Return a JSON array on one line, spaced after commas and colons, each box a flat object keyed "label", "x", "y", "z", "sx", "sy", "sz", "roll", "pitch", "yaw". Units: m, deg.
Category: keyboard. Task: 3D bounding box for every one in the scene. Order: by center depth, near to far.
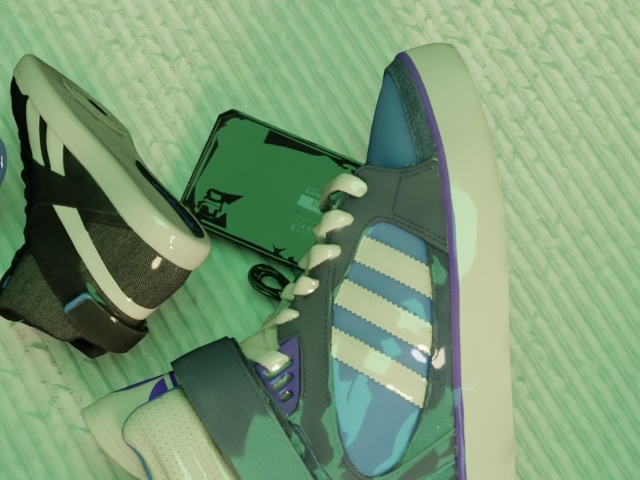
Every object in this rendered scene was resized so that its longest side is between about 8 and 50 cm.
[{"label": "keyboard", "x": 0.000, "y": 0.000, "z": 1.122, "sx": 0.180, "sy": 0.023, "sz": 0.108, "roll": 23, "pitch": 77, "yaw": 6}]

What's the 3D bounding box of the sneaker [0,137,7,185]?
[{"label": "sneaker", "x": -0.282, "y": 0.007, "z": 1.080, "sx": 0.232, "sy": 0.081, "sz": 0.090, "roll": -47, "pitch": 39, "yaw": -5}]

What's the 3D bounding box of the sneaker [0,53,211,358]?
[{"label": "sneaker", "x": -0.160, "y": -0.016, "z": 1.077, "sx": 0.121, "sy": 0.079, "sz": 0.217, "roll": -49, "pitch": 45, "yaw": 8}]

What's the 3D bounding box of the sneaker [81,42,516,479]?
[{"label": "sneaker", "x": -0.019, "y": 0.050, "z": 1.030, "sx": 0.236, "sy": 0.130, "sz": 0.322, "roll": -3, "pitch": 82, "yaw": -4}]
